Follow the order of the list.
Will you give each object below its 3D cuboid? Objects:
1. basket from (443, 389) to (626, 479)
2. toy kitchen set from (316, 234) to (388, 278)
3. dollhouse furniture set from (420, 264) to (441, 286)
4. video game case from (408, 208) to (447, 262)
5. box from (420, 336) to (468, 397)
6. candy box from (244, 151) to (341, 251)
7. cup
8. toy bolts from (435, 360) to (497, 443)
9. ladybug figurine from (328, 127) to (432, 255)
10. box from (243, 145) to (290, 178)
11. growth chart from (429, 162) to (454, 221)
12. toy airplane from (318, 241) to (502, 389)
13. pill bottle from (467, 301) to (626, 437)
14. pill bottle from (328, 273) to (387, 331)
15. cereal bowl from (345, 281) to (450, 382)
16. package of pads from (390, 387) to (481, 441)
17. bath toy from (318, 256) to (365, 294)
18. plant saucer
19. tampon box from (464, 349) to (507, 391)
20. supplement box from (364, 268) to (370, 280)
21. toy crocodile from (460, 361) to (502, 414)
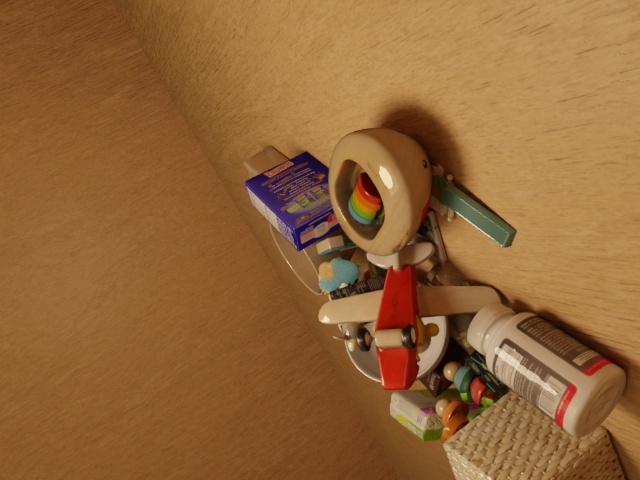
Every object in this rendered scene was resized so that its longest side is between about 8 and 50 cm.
[{"bbox_3d":[0.564,0.612,1.429,0.328,0.331,0.266,19,134,64],"label":"basket"},{"bbox_3d":[0.117,0.060,1.799,0.122,0.207,0.166,151,105,-69],"label":"toy kitchen set"},{"bbox_3d":[0.341,0.136,1.595,0.081,0.091,0.114,35,155,15],"label":"dollhouse furniture set"},{"bbox_3d":[0.273,-0.038,1.542,0.190,0.022,0.173,34,153,54],"label":"video game case"},{"bbox_3d":[0.325,0.340,1.903,0.381,0.143,0.191,44,159,31],"label":"box"},{"bbox_3d":[-0.061,-0.143,1.852,0.317,0.268,0.122,44,155,37],"label":"candy box"},{"bbox_3d":[0.000,0.000,2.002,0.331,0.237,0.331,49,162,22],"label":"cup"},{"bbox_3d":[0.399,0.477,1.613,0.158,0.218,0.228,27,104,44],"label":"toy bolts"},{"bbox_3d":[0.155,-0.125,1.380,0.305,0.162,0.449,56,160,11],"label":"ladybug figurine"},{"bbox_3d":[-0.161,-0.243,2.168,0.311,0.148,0.121,39,156,42],"label":"box"},{"bbox_3d":[0.259,-0.145,1.383,0.237,0.021,0.172,36,153,48],"label":"growth chart"},{"bbox_3d":[0.229,0.194,1.473,0.386,0.384,0.272,38,163,49],"label":"toy airplane"},{"bbox_3d":[0.493,0.273,1.229,0.318,0.176,0.176,38,156,47],"label":"pill bottle"},{"bbox_3d":[0.157,0.181,1.653,0.130,0.246,0.130,-19,-90,-90],"label":"pill bottle"},{"bbox_3d":[0.254,0.293,1.742,0.339,0.339,0.141,47,-172,30],"label":"cereal bowl"},{"bbox_3d":[0.416,0.592,1.872,0.229,0.297,0.101,-166,81,-67],"label":"package of pads"},{"bbox_3d":[0.081,0.166,1.853,0.151,0.129,0.348,15,164,19],"label":"bath toy"},{"bbox_3d":[0.357,-0.056,1.243,0.192,0.018,0.067,41,156,25],"label":"plant saucer"},{"bbox_3d":[0.488,0.321,1.465,0.120,0.101,0.161,50,162,17],"label":"tampon box"},{"bbox_3d":[0.189,0.187,2.102,0.080,0.078,0.233,50,162,20],"label":"supplement box"},{"bbox_3d":[0.540,0.520,1.712,0.115,0.105,0.340,-12,110,48],"label":"toy crocodile"}]
